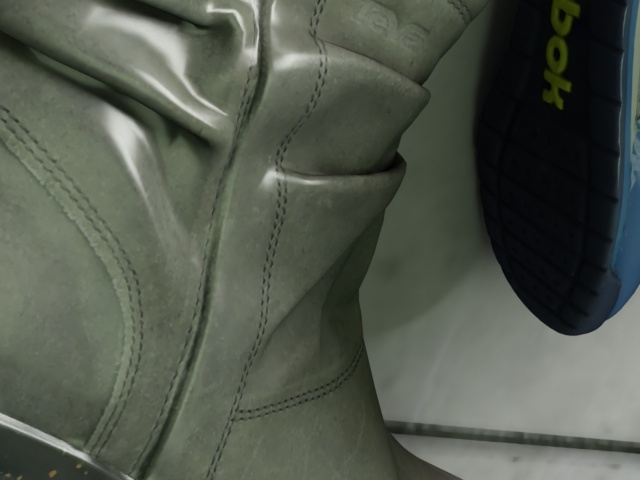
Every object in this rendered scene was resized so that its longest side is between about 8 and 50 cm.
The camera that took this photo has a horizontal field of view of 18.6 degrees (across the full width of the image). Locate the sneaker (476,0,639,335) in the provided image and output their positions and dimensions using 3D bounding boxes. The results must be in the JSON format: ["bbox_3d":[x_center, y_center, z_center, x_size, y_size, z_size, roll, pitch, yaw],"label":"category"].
[{"bbox_3d":[0.075,-0.042,0.445,0.059,0.053,0.144,-13,127,-32],"label":"sneaker"}]

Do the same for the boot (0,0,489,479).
[{"bbox_3d":[0.000,0.000,0.404,0.246,0.083,0.161,28,94,-46],"label":"boot"}]
